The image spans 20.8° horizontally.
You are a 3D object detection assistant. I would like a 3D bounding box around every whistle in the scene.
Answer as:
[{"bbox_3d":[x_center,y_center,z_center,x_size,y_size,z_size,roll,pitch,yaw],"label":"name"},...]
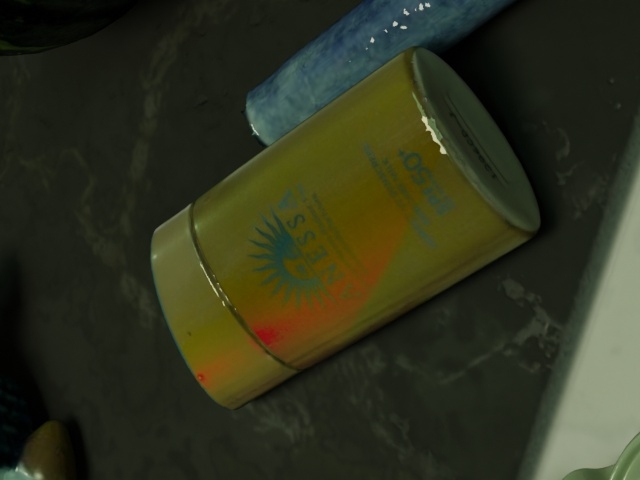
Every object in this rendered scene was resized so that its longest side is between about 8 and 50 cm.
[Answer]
[{"bbox_3d":[0.070,-0.146,1.086,0.304,0.062,0.062,-34,70,36],"label":"whistle"}]

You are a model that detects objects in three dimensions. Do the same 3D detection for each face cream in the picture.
[{"bbox_3d":[0.000,0.000,1.139,0.285,0.067,0.139,-33,90,37],"label":"face cream"}]

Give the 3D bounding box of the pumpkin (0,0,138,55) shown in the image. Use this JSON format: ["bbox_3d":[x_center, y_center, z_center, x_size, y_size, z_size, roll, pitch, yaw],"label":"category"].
[{"bbox_3d":[-0.222,-0.290,1.205,0.323,0.241,0.323,1,91,47],"label":"pumpkin"}]

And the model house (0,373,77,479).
[{"bbox_3d":[-0.305,0.159,1.366,0.253,0.184,0.291,27,95,43],"label":"model house"}]

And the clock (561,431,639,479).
[{"bbox_3d":[0.211,0.159,0.941,0.191,0.062,0.151,-49,41,41],"label":"clock"}]
